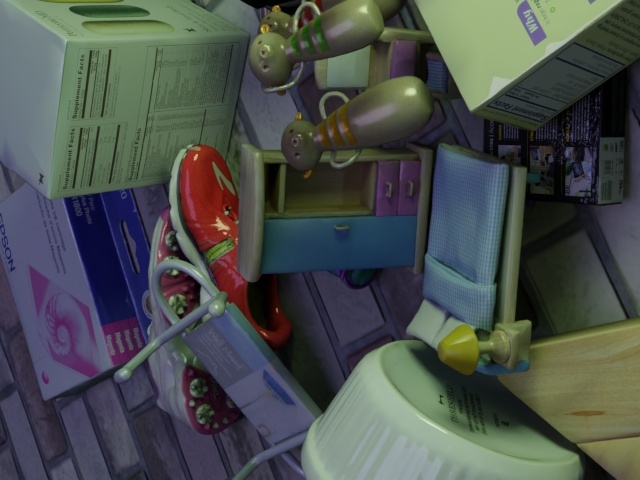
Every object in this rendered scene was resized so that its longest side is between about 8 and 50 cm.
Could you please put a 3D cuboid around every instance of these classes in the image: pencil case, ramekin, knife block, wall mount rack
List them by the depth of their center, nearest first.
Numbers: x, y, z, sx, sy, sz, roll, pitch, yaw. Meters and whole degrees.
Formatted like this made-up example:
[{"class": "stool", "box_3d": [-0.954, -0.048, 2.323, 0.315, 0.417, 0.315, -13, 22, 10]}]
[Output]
[{"class": "knife block", "box_3d": [0.307, 0.094, 1.011, 0.275, 0.088, 0.242, 40, 125, 35]}, {"class": "ramekin", "box_3d": [0.128, 0.203, 1.112, 0.273, 0.272, 0.127, 37, 112, 36]}, {"class": "wall mount rack", "box_3d": [-0.087, 0.172, 1.337, 0.350, 0.130, 0.304, 50, 140, -4]}, {"class": "pencil case", "box_3d": [0.000, 0.000, 1.338, 0.151, 0.070, 0.065, 29, 119, 39]}]

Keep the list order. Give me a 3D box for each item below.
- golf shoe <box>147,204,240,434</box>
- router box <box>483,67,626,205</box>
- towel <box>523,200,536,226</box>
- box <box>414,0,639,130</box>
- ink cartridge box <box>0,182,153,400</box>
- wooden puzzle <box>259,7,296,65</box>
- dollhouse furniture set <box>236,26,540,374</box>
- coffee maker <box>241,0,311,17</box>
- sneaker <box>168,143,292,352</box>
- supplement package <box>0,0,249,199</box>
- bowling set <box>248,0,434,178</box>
[{"class": "golf shoe", "box_3d": [-0.191, 0.103, 1.540, 0.140, 0.115, 0.306, 0, 97, 51]}, {"class": "router box", "box_3d": [0.217, -0.125, 1.084, 0.133, 0.046, 0.179, 7, 99, 45]}, {"class": "towel", "box_3d": [0.195, -0.062, 1.157, 0.060, 0.009, 0.083, 39, 125, 34]}, {"class": "box", "box_3d": [0.202, -0.251, 0.979, 0.243, 0.117, 0.214, -36, 66, 30]}, {"class": "ink cartridge box", "box_3d": [-0.370, 0.051, 1.754, 0.330, 0.071, 0.324, -29, 77, 48]}, {"class": "wooden puzzle", "box_3d": [-0.042, -0.266, 1.370, 0.078, 0.014, 0.116, 16, 110, 40]}, {"class": "dollhouse furniture set", "box_3d": [0.063, -0.044, 1.092, 0.303, 0.198, 0.287, -144, 54, -64]}, {"class": "coffee maker", "box_3d": [-0.019, -0.304, 1.218, 0.178, 0.171, 0.120, -2, 99, 48]}, {"class": "sneaker", "box_3d": [-0.098, 0.009, 1.439, 0.118, 0.107, 0.279, -10, 100, 40]}, {"class": "supplement package", "box_3d": [-0.263, -0.193, 1.438, 0.199, 0.262, 0.198, 34, 122, 37]}, {"class": "bowling set", "box_3d": [-0.024, -0.219, 1.032, 0.154, 0.200, 0.287, -18, 72, 25]}]
